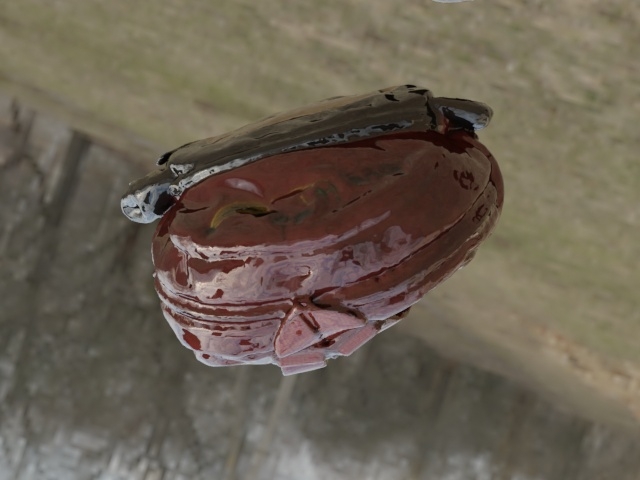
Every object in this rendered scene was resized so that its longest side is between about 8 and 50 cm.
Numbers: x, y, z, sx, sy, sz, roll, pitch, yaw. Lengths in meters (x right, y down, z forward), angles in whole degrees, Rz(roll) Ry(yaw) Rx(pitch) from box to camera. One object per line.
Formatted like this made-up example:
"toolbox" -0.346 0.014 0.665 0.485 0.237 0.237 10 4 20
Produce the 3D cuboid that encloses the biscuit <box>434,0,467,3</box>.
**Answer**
"biscuit" 0.113 -0.262 1.290 0.027 0.188 0.188 13 -179 -38

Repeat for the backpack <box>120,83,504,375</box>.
"backpack" -0.001 -0.002 1.004 0.229 0.139 0.229 -17 -166 4
